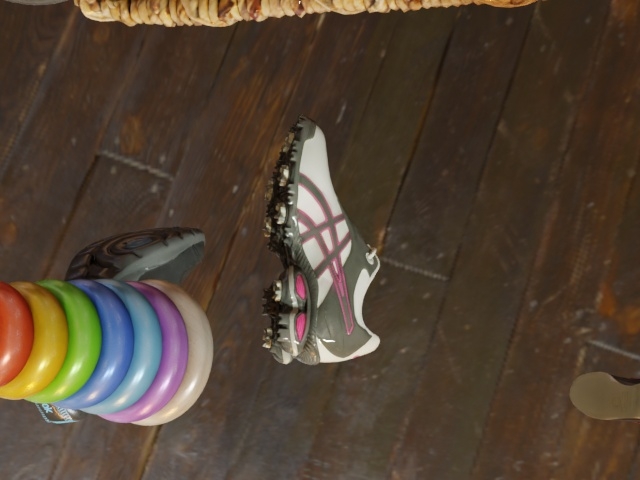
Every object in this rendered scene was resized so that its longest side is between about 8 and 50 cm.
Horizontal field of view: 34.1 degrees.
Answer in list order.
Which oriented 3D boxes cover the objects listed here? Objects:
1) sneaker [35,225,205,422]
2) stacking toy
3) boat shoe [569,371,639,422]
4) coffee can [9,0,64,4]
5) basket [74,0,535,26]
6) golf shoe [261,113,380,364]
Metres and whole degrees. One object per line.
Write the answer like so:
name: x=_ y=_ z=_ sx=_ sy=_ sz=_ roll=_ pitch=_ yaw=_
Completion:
sneaker: x=-0.242 y=0.083 z=1.227 sx=0.341 sy=0.125 sz=0.139 roll=-41 pitch=121 yaw=-54
stacking toy: x=-0.233 y=0.087 z=0.879 sx=0.141 sy=0.330 sz=0.141 roll=-5 pitch=80 yaw=27
boat shoe: x=0.312 y=0.163 z=1.060 sx=0.042 sy=0.133 sz=0.049 roll=20 pitch=77 yaw=-33
coffee can: x=-0.213 y=-0.356 z=0.937 sx=0.201 sy=0.201 sz=0.275 roll=30 pitch=37 yaw=-3
basket: x=0.003 y=-0.246 z=0.452 sx=0.299 sy=0.223 sz=0.213 roll=0 pitch=51 yaw=23
golf shoe: x=0.000 y=0.000 z=1.139 sx=0.120 sy=0.105 sz=0.273 roll=3 pitch=79 yaw=-14
